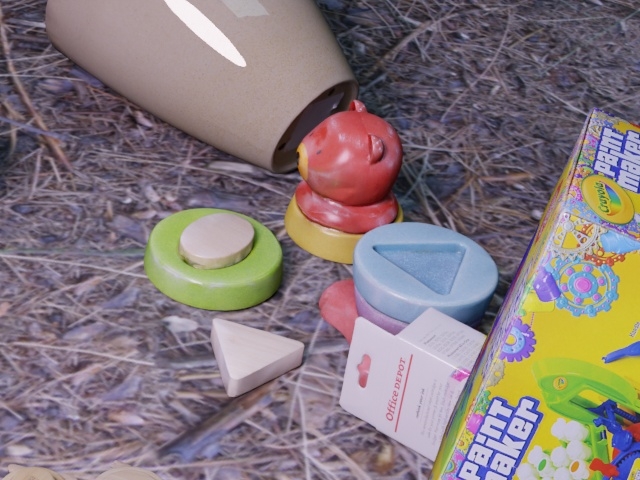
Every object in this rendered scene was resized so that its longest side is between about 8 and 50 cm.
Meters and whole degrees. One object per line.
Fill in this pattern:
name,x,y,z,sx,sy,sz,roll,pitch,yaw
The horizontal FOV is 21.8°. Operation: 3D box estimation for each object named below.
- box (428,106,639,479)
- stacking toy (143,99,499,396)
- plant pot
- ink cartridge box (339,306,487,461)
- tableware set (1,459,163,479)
box,0.250,0.111,1.149,0.279,0.290,0.177,23,31,3
stacking toy,0.000,0.000,1.516,0.280,0.130,0.309,-8,37,-25
plant pot,-0.099,-0.204,1.719,0.274,0.256,0.256,44,45,18
ink cartridge box,0.111,0.129,1.378,0.181,0.104,0.061,28,37,24
tableware set,-0.190,0.219,1.245,0.141,0.020,0.168,11,35,4
